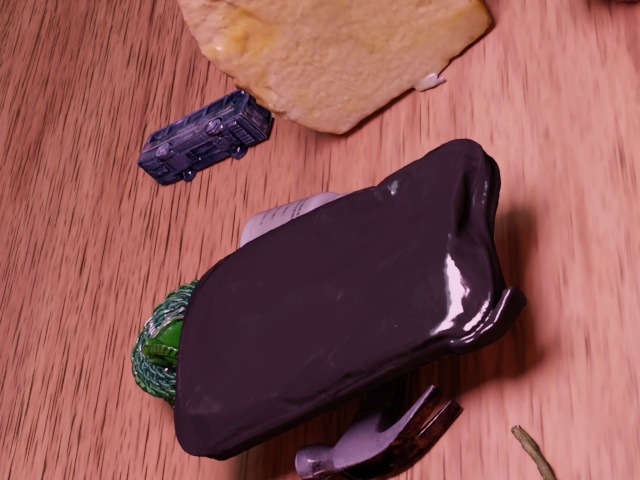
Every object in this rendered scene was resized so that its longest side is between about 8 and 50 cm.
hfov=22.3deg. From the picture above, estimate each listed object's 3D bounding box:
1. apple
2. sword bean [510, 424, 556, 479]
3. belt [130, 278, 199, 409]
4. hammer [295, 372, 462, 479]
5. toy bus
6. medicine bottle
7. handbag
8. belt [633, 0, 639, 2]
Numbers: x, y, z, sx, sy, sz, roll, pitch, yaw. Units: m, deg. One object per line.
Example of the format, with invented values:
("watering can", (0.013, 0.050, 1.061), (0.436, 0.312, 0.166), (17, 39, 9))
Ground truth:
("apple", (0.004, -0.287, 1.485), (0.252, 0.309, 0.314), (4, 58, 53))
("sword bean", (0.152, 0.153, 1.133), (0.012, 0.012, 0.083), (-44, 31, 10))
("belt", (-0.111, 0.094, 1.450), (0.121, 0.079, 0.151), (-53, 33, -4))
("hammer", (0.071, 0.058, 1.303), (0.137, 0.037, 0.289), (-16, 46, 43))
("toy bus", (-0.121, -0.110, 1.701), (0.166, 0.047, 0.065), (-22, 38, 38))
("medicine bottle", (0.000, 0.000, 1.409), (0.130, 0.080, 0.080), (-17, 45, 40))
("handbag", (0.018, 0.049, 1.271), (0.332, 0.075, 0.191), (-26, 44, 32))
("belt", (0.247, -0.291, 1.320), (0.128, 0.124, 0.201), (-121, 41, -49))
